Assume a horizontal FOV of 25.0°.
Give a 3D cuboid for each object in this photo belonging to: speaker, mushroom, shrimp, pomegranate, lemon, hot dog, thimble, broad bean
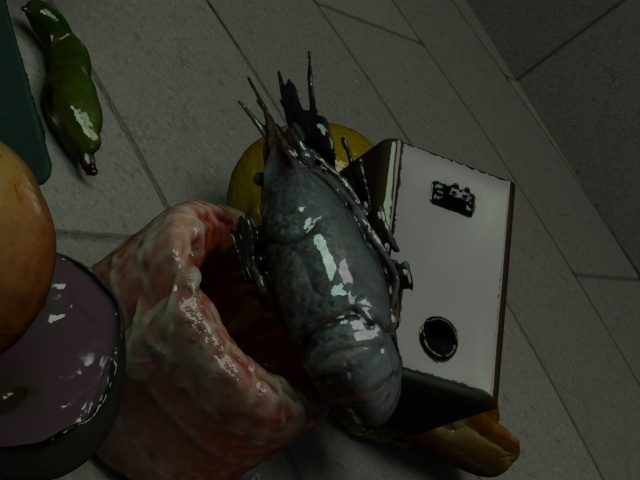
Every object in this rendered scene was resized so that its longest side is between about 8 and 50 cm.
[{"bbox_3d":[0.076,0.052,1.381,0.153,0.192,0.231,18,65,-23],"label":"speaker"},{"bbox_3d":[-0.211,0.105,1.075,0.188,0.141,0.117,-90,172,-48],"label":"mushroom"},{"bbox_3d":[0.002,-0.004,1.221,0.145,0.116,0.343,24,46,-56],"label":"shrimp"},{"bbox_3d":[-0.274,0.003,0.972,0.191,0.191,0.191,42,25,-25],"label":"pomegranate"},{"bbox_3d":[-0.005,-0.039,1.578,0.187,0.187,0.244,58,26,11],"label":"lemon"},{"bbox_3d":[0.093,0.170,1.584,0.337,0.100,0.135,33,22,-41],"label":"hot dog"},{"bbox_3d":[-0.106,0.095,1.232,0.239,0.162,0.239,44,26,-28],"label":"thimble"},{"bbox_3d":[-0.252,-0.155,1.442,0.070,0.048,0.213,22,38,-52],"label":"broad bean"}]

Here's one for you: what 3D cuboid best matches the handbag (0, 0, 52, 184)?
[{"bbox_3d":[-0.362,-0.172,1.208,0.238,0.089,0.326,24,37,-49],"label":"handbag"}]

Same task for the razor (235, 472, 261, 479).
[{"bbox_3d":[-0.033,0.251,1.315,0.135,0.040,0.068,23,38,-62],"label":"razor"}]
